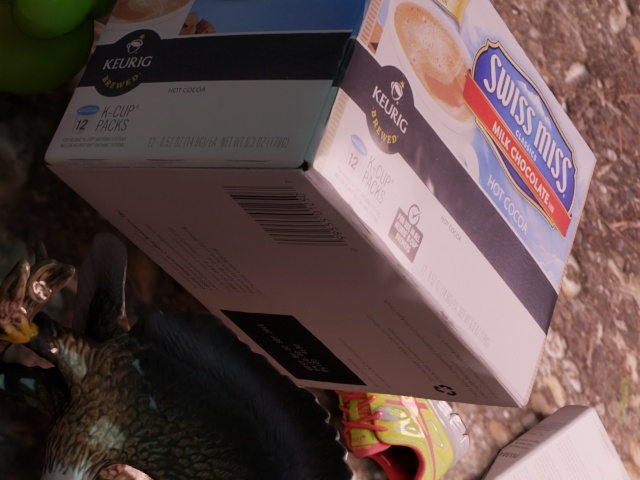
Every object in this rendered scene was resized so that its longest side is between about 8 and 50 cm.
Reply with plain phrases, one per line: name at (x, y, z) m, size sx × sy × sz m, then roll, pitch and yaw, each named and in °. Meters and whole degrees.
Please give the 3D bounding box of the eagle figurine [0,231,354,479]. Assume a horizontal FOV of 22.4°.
eagle figurine at (-0.130, 0.151, 1.149) m, size 0.298 × 0.226 × 0.225 m, roll 37°, pitch 90°, yaw -8°

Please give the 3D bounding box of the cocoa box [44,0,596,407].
cocoa box at (0.018, -0.059, 1.184) m, size 0.347 × 0.231 × 0.228 m, roll 46°, pitch 56°, yaw -45°

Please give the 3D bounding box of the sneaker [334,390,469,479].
sneaker at (0.049, 0.140, 1.394) m, size 0.208 × 0.081 × 0.094 m, roll 52°, pitch 51°, yaw -17°

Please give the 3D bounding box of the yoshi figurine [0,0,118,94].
yoshi figurine at (-0.175, -0.225, 1.291) m, size 0.362 × 0.204 × 0.203 m, roll -44°, pitch 146°, yaw -55°

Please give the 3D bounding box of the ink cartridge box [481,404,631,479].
ink cartridge box at (0.205, 0.291, 1.518) m, size 0.232 × 0.066 × 0.189 m, roll -30°, pitch 98°, yaw -22°
